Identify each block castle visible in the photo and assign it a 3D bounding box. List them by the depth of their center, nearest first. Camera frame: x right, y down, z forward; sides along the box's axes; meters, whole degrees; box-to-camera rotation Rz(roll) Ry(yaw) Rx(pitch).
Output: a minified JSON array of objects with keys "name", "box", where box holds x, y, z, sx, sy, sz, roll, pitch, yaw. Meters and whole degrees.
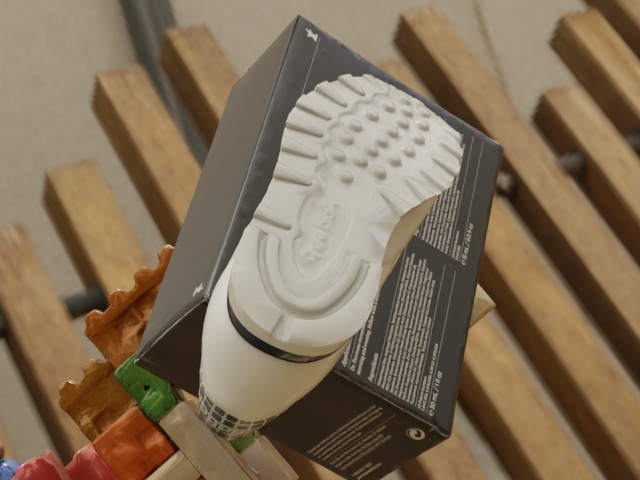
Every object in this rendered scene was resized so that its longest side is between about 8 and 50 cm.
[{"name":"block castle","box":[-0.079,0.120,1.344,0.453,0.213,0.303,-41,-6,0]}]

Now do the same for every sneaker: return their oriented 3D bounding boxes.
[{"name":"sneaker","box":[0.000,0.000,0.780,0.235,0.090,0.095,-54,-9,-49]}]

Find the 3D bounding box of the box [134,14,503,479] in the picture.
[{"name":"box","box":[0.007,0.004,1.035,0.184,0.261,0.103,33,-43,-19]}]
